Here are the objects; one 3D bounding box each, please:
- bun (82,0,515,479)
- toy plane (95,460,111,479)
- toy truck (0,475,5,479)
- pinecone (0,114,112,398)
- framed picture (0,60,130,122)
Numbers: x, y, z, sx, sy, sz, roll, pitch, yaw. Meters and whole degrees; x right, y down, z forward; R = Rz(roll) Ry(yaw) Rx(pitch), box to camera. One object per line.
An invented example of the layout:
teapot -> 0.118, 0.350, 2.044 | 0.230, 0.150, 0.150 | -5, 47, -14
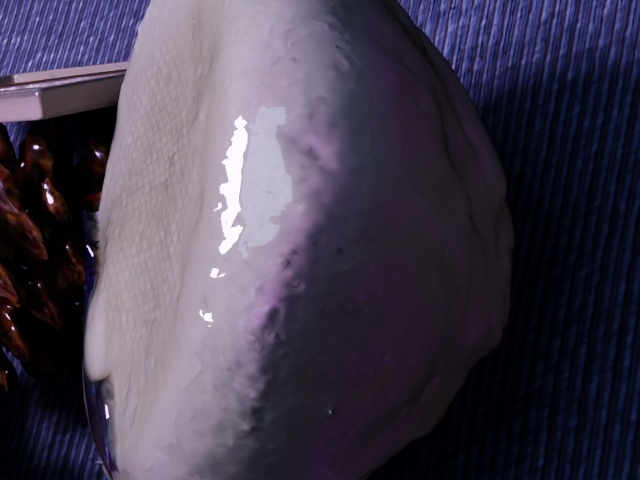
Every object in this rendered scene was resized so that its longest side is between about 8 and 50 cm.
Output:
bun -> 0.000, 0.000, 0.929 | 0.293, 0.187, 0.293 | -171, 90, -68
toy plane -> -0.108, 0.157, 1.047 | 0.083, 0.033, 0.080 | -16, 54, 29
toy truck -> -0.228, 0.160, 1.007 | 0.124, 0.253, 0.114 | -39, 2, 17
pinecone -> -0.159, -0.001, 1.108 | 0.165, 0.163, 0.163 | -28, 38, -17
framed picture -> -0.175, -0.089, 1.152 | 0.289, 0.211, 0.020 | -1, 101, 44
